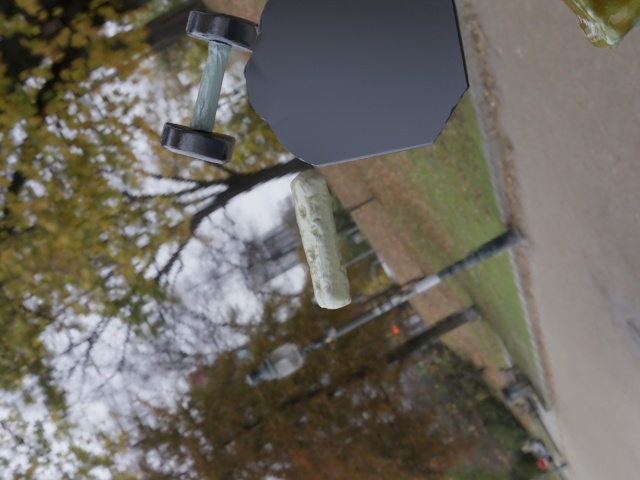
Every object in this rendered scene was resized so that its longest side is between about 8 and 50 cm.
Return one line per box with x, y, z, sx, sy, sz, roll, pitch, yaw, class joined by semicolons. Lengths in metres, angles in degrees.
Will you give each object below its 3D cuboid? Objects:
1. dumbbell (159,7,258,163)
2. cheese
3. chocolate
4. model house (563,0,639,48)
-0.146;-0.205;1.312;0.100;0.100;0.191;-69;-6;-84;dumbbell
0.000;0.000;1.359;0.065;0.043;0.194;-2;103;67;cheese
0.049;-0.188;1.042;0.177;0.224;0.206;-13;-87;-73;chocolate
0.220;-0.297;0.773;0.239;0.173;0.268;45;-138;5;model house
